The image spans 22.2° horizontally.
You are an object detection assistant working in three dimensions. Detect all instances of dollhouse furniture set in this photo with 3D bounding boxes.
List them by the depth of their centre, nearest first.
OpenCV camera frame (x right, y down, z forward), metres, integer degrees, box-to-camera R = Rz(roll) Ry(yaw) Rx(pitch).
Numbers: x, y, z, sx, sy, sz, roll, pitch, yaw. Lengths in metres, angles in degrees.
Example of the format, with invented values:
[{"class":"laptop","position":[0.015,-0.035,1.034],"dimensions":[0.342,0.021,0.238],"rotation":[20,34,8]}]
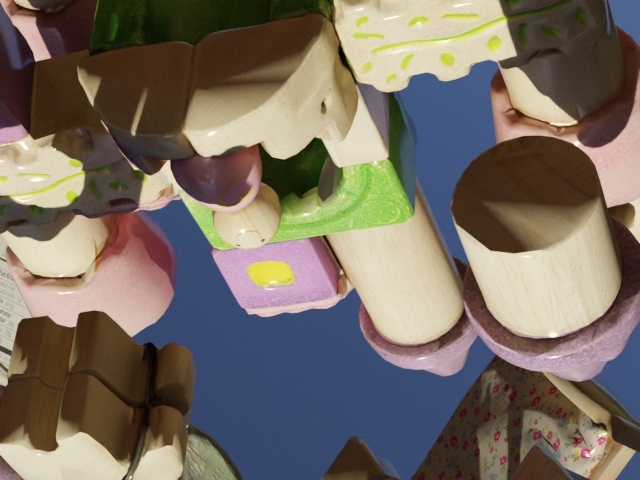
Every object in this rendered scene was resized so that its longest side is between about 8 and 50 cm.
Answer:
[{"class":"dollhouse furniture set","position":[0.098,0.102,0.918],"dimensions":[0.174,0.303,0.355],"rotation":[27,-167,-31]}]

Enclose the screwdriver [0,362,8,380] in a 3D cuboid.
[{"class":"screwdriver","position":[-0.192,0.020,0.769],"dimensions":[0.170,0.025,0.024],"rotation":[36,-165,5]}]

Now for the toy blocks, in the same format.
[{"class":"toy blocks","position":[0.000,0.000,0.620],"dimensions":[0.260,0.289,0.309],"rotation":[63,-156,-50]}]

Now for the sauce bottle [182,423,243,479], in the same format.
[{"class":"sauce bottle","position":[-0.181,0.182,1.015],"dimensions":[0.111,0.344,0.111],"rotation":[11,-110,-35]}]

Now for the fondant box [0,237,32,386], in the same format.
[{"class":"fondant box","position":[-0.280,0.107,1.506],"dimensions":[0.096,0.330,0.238],"rotation":[27,174,3]}]
